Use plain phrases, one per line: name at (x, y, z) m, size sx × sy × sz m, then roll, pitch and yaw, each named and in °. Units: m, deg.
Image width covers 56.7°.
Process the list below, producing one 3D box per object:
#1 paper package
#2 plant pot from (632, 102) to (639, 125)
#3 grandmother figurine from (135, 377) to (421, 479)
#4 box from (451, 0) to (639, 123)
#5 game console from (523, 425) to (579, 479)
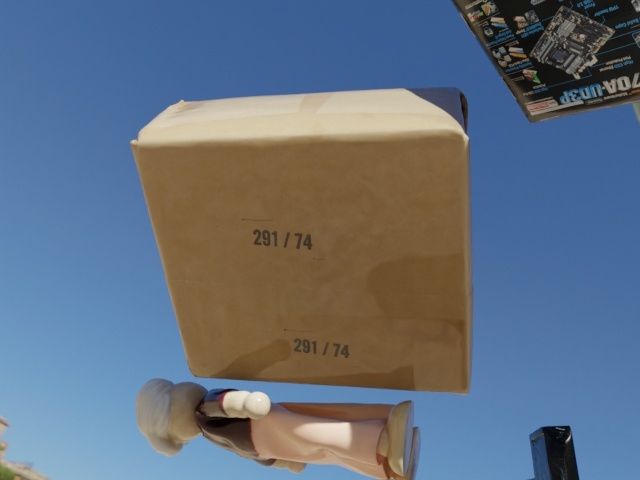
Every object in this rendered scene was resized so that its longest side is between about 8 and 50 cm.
paper package at (0.000, 0.000, 0.656) m, size 0.325 × 0.168 × 0.309 m, roll -1°, pitch -64°, yaw 12°
plant pot at (0.746, -0.268, 1.132) m, size 0.248 × 0.247 × 0.252 m, roll -11°, pitch -82°, yaw 39°
grandmother figurine at (-0.061, 0.218, 0.691) m, size 0.343 × 0.104 × 0.207 m, roll 4°, pitch -48°, yaw 19°
box at (0.227, -0.198, 0.512) m, size 0.175 × 0.051 × 0.220 m, roll 50°, pitch -16°, yaw -16°
game console at (0.383, 0.450, 1.025) m, size 0.044 × 0.213 × 0.361 m, roll -1°, pitch -25°, yaw 5°
